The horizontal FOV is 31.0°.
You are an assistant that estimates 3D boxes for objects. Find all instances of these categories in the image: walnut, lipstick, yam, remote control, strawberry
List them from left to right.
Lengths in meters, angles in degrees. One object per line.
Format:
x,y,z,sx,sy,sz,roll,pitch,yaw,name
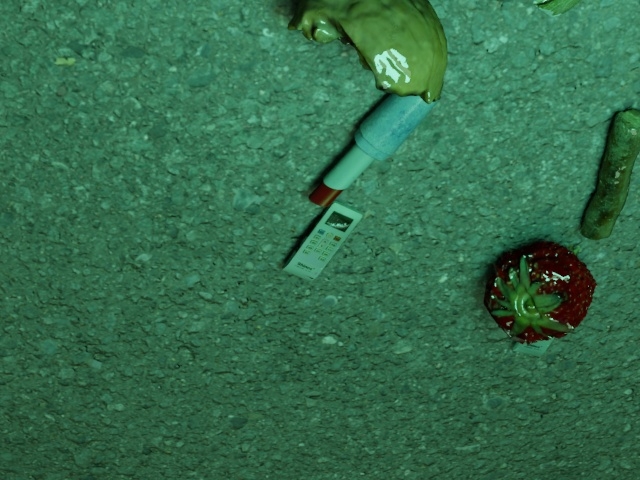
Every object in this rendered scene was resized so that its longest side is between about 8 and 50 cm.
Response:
0.000,0.000,1.957,0.065,0.029,0.166,24,120,-24,remote control
0.078,-0.148,1.813,0.068,0.061,0.274,26,123,-29,lipstick
0.089,-0.292,1.606,0.238,0.204,0.141,20,112,-23,walnut
0.418,0.152,2.148,0.061,0.029,0.162,13,123,-21,remote control
0.391,0.083,2.001,0.201,0.184,0.187,-16,122,-45,strawberry
0.487,-0.101,1.912,0.061,0.061,0.253,0,132,-8,yam

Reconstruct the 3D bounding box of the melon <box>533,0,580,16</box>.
0.354,-0.381,1.645,0.202,0.093,0.139,-35,162,-14,melon
